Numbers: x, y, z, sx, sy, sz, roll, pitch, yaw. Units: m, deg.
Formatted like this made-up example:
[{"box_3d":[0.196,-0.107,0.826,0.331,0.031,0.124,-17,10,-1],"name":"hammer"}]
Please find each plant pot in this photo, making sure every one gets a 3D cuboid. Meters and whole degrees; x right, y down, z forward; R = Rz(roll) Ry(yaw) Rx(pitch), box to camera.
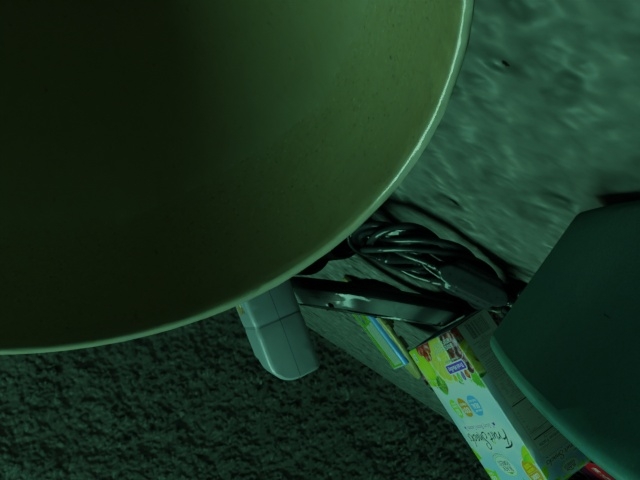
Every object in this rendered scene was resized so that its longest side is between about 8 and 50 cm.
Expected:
[{"box_3d":[-0.111,-0.114,0.306,0.284,0.284,0.191,43,-158,-49],"name":"plant pot"},{"box_3d":[0.218,0.077,0.434,0.166,0.165,0.234,38,176,-29],"name":"plant pot"}]

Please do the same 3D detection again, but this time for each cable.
[{"box_3d":[0.112,0.022,0.815,0.185,0.047,0.150,24,178,-3],"name":"cable"}]

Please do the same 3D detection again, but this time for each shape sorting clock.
[{"box_3d":[0.102,0.142,1.356,0.206,0.040,0.206,52,170,12],"name":"shape sorting clock"}]

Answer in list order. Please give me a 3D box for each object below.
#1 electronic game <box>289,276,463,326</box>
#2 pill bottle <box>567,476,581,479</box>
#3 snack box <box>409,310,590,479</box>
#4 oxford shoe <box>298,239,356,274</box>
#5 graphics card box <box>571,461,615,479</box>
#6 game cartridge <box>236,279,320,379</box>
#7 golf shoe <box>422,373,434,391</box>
[{"box_3d":[0.065,0.072,1.035,0.229,0.048,0.229,8,175,1],"name":"electronic game"},{"box_3d":[0.323,0.354,0.978,0.119,0.119,0.208,37,165,-26],"name":"pill bottle"},{"box_3d":[0.209,0.193,0.991,0.207,0.070,0.174,56,164,8],"name":"snack box"},{"box_3d":[0.000,0.000,0.927,0.098,0.097,0.271,25,169,9],"name":"oxford shoe"},{"box_3d":[0.395,0.288,1.040,0.233,0.094,0.371,34,168,-11],"name":"graphics card box"},{"box_3d":[-0.086,0.004,0.870,0.198,0.062,0.297,131,117,-84],"name":"game cartridge"},{"box_3d":[0.256,0.209,1.287,0.186,0.067,0.086,7,-161,42],"name":"golf shoe"}]
